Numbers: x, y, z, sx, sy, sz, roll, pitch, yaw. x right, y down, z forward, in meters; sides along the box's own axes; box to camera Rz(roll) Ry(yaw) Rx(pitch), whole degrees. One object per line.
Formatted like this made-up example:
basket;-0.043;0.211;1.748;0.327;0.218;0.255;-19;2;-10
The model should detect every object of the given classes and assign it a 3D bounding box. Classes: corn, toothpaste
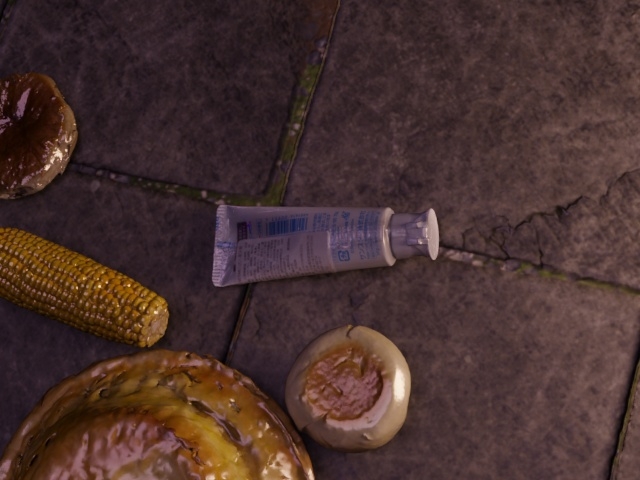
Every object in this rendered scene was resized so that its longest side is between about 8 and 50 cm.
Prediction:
corn;-0.344;0.058;1.341;0.310;0.101;0.101;19;80;11
toothpaste;0.000;0.000;1.304;0.299;0.073;0.114;-3;75;19

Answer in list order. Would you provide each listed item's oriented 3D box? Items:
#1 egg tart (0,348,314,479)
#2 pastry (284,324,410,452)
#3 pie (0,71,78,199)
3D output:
egg tart;-0.217;0.337;1.193;0.443;0.178;0.443;-3;74;12
pastry;0.036;0.182;1.228;0.156;0.092;0.156;-2;75;8
pie;-0.436;-0.157;1.447;0.195;0.046;0.195;-3;73;10
